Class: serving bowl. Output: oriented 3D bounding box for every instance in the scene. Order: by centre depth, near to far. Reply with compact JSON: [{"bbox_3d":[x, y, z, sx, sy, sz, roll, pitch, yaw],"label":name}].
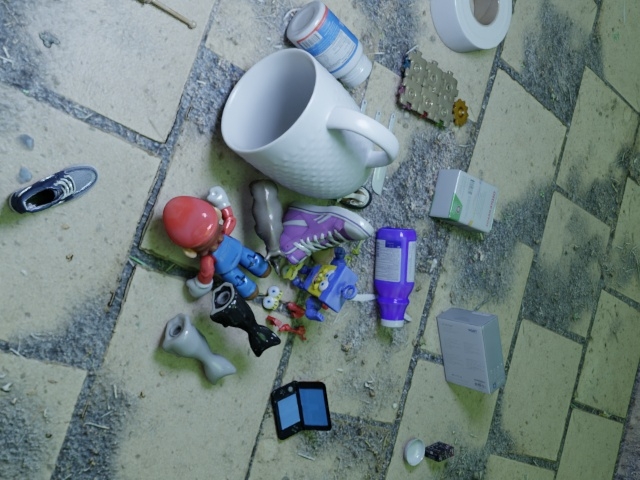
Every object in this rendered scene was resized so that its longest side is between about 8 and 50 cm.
[{"bbox_3d":[0.289,0.658,2.176,0.083,0.027,0.083,-4,96,-39],"label":"serving bowl"}]

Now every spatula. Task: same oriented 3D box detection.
[{"bbox_3d":[0.142,-0.266,1.966,0.168,0.019,0.242,17,84,-39],"label":"spatula"}]

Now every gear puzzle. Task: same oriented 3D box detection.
[{"bbox_3d":[0.347,-0.439,2.110,0.339,0.044,0.175,17,82,-43],"label":"gear puzzle"}]

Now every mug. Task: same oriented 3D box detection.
[{"bbox_3d":[0.010,-0.242,1.629,0.328,0.374,0.276,36,70,-46],"label":"mug"}]

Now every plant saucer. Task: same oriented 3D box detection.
[{"bbox_3d":[0.004,0.024,1.881,0.083,0.015,0.083,-4,97,-39],"label":"plant saucer"}]

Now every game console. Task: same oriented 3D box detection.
[{"bbox_3d":[-0.050,0.449,1.833,0.124,0.085,0.144,-18,105,-38],"label":"game console"}]

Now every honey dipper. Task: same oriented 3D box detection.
[{"bbox_3d":[-0.340,-0.510,1.533,0.161,0.030,0.030,24,79,-43],"label":"honey dipper"}]

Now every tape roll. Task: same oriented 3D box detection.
[{"bbox_3d":[0.465,-0.726,2.137,0.286,0.100,0.286,-5,98,-39],"label":"tape roll"}]

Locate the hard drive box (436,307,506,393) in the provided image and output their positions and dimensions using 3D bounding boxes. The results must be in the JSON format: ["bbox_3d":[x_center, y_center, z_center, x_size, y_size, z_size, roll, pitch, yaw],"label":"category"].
[{"bbox_3d":[0.476,0.345,2.202,0.089,0.181,0.232,-22,109,-37],"label":"hard drive box"}]

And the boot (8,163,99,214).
[{"bbox_3d":[-0.516,-0.100,1.387,0.190,0.086,0.069,-33,114,-33],"label":"boot"}]

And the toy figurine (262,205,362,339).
[{"bbox_3d":[0.045,0.102,1.775,0.191,0.217,0.362,43,73,-33],"label":"toy figurine"}]

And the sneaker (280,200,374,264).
[{"bbox_3d":[0.000,0.000,1.702,0.102,0.282,0.161,41,70,-37],"label":"sneaker"}]

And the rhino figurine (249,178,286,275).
[{"bbox_3d":[-0.124,-0.035,1.674,0.073,0.106,0.243,-9,87,-11],"label":"rhino figurine"}]

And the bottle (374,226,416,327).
[{"bbox_3d":[0.212,0.105,1.996,0.092,0.118,0.282,-1,94,-40],"label":"bottle"}]

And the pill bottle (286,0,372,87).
[{"bbox_3d":[0.029,-0.494,1.780,0.221,0.124,0.124,36,71,-37],"label":"pill bottle"}]

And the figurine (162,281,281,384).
[{"bbox_3d":[-0.227,0.232,1.625,0.215,0.092,0.209,-34,126,6],"label":"figurine"}]

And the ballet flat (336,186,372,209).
[{"bbox_3d":[0.081,-0.123,1.894,0.203,0.074,0.074,17,84,-40],"label":"ballet flat"}]

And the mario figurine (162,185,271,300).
[{"bbox_3d":[-0.258,0.005,1.620,0.320,0.170,0.198,50,27,-43],"label":"mario figurine"}]

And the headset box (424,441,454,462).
[{"bbox_3d":[0.384,0.676,2.235,0.083,0.062,0.032,-6,99,-40],"label":"headset box"}]

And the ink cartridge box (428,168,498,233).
[{"bbox_3d":[0.454,-0.121,2.194,0.212,0.093,0.154,16,85,-38],"label":"ink cartridge box"}]
